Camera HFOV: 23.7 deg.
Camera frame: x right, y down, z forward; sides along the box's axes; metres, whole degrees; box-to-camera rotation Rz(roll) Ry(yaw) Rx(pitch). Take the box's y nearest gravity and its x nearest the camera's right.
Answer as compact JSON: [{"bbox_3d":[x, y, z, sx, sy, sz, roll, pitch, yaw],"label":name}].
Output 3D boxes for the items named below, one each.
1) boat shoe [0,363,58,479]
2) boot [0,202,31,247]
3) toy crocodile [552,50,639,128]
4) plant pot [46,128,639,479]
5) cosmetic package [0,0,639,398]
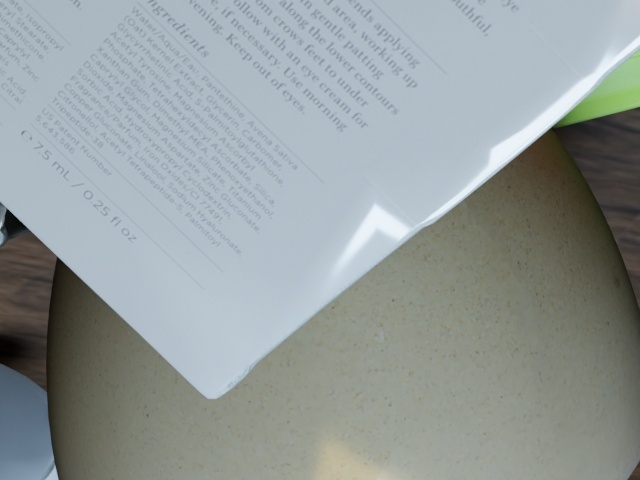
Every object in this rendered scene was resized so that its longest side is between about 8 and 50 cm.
[{"bbox_3d":[-0.289,0.143,0.921,0.306,0.113,0.105,-9,148,7],"label":"boat shoe"},{"bbox_3d":[-0.089,-0.103,0.587,0.246,0.161,0.083,-33,169,36],"label":"boot"},{"bbox_3d":[0.099,-0.157,0.597,0.115,0.105,0.340,-11,142,6],"label":"toy crocodile"},{"bbox_3d":[0.000,0.000,0.682,0.284,0.284,0.191,-9,118,3],"label":"plant pot"},{"bbox_3d":[-0.065,-0.171,0.427,0.377,0.097,0.284,45,128,-7],"label":"cosmetic package"}]
